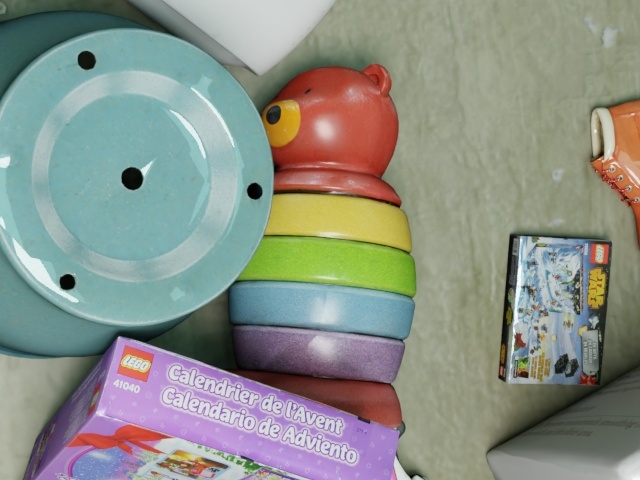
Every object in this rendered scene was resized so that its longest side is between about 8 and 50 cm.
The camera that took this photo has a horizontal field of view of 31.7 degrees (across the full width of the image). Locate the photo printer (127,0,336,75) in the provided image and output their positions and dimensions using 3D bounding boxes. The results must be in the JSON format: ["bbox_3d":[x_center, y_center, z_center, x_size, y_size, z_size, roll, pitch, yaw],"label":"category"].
[{"bbox_3d":[-0.070,-0.280,0.832,0.256,0.107,0.307,-56,139,1],"label":"photo printer"}]

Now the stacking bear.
[{"bbox_3d":[0.000,0.000,0.913,0.164,0.175,0.288,10,82,-37],"label":"stacking bear"}]

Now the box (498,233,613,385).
[{"bbox_3d":[0.216,0.064,1.038,0.094,0.027,0.137,4,94,-14],"label":"box"}]

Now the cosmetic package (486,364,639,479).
[{"bbox_3d":[0.415,0.223,0.915,0.394,0.329,0.327,-28,85,-10],"label":"cosmetic package"}]

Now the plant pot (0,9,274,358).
[{"bbox_3d":[-0.164,-0.041,0.785,0.272,0.255,0.271,0,90,-25],"label":"plant pot"}]

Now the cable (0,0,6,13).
[{"bbox_3d":[-0.372,-0.235,0.855,0.287,0.072,0.139,12,99,-3],"label":"cable"}]

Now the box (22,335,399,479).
[{"bbox_3d":[-0.097,0.167,0.832,0.201,0.293,0.057,21,61,-16],"label":"box"}]

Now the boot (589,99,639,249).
[{"bbox_3d":[0.288,-0.051,1.036,0.085,0.059,0.157,-4,87,-12],"label":"boot"}]

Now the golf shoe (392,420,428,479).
[{"bbox_3d":[0.069,0.248,0.993,0.086,0.067,0.186,-22,100,-14],"label":"golf shoe"}]
